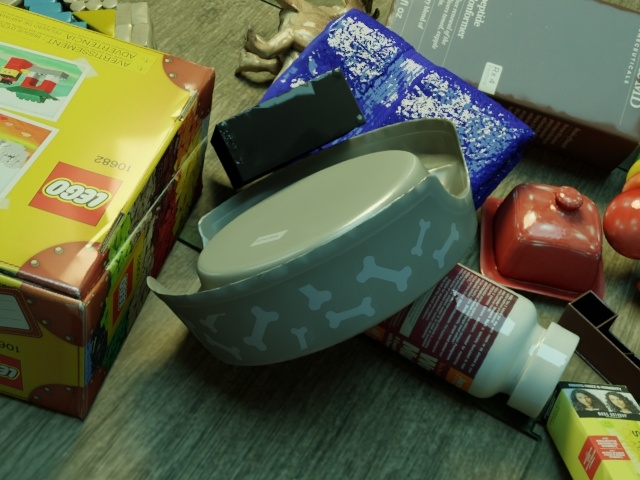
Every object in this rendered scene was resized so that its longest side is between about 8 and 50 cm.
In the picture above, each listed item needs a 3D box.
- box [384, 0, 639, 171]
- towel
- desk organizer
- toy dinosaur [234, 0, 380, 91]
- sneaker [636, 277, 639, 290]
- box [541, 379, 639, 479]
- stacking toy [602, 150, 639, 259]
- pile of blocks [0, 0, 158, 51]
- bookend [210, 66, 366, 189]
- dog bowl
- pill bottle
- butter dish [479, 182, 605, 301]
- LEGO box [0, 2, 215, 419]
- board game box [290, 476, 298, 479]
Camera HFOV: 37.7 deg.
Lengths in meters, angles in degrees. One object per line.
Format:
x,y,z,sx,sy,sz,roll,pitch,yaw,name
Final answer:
0.272,-0.254,1.316,0.382,0.143,0.191,18,78,2,box
0.081,-0.140,1.177,0.308,0.076,0.227,39,87,18,towel
0.337,0.123,1.084,0.047,0.050,0.130,-25,58,-32,desk organizer
-0.006,-0.283,1.337,0.200,0.127,0.295,17,51,-8,toy dinosaur
0.492,0.049,1.194,0.128,0.087,0.221,49,50,5,sneaker
0.301,0.232,0.919,0.087,0.058,0.232,7,28,-11,box
0.463,-0.078,1.241,0.141,0.141,0.330,33,48,17,stacking toy
-0.354,-0.302,1.279,0.149,0.112,0.362,-38,61,-22,pile of blocks
-0.043,-0.129,1.114,0.157,0.156,0.072,-26,93,-8,bookend
0.000,0.000,0.954,0.349,0.349,0.102,-42,111,-39,dog bowl
0.157,0.095,1.016,0.221,0.121,0.121,29,47,14,pill bottle
0.288,-0.017,1.157,0.160,0.118,0.159,13,46,-2,butter dish
-0.407,-0.081,0.988,0.500,0.193,0.372,18,46,3,LEGO box
-0.048,0.344,0.795,0.145,0.027,0.281,33,48,15,board game box
